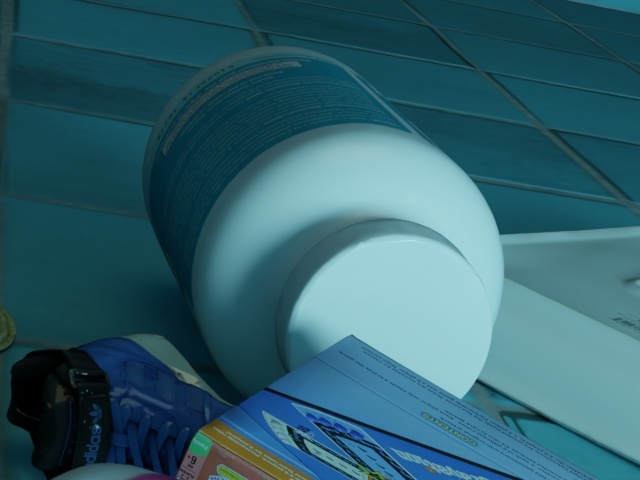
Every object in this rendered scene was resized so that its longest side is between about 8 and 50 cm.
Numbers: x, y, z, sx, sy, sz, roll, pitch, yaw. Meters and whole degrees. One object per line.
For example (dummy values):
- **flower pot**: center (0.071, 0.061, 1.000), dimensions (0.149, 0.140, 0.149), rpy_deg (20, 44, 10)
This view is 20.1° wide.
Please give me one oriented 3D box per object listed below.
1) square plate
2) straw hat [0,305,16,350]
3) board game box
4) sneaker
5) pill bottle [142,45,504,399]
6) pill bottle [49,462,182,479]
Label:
- **square plate**: center (0.235, 0.060, 1.038), dimensions (0.344, 0.049, 0.347), rpy_deg (-3, 21, -44)
- **straw hat**: center (-0.210, 0.004, 0.867), dimensions (0.144, 0.061, 0.144), rpy_deg (11, 16, -3)
- **board game box**: center (0.098, 0.127, 0.633), dimensions (0.281, 0.027, 0.145), rpy_deg (30, 19, 15)
- **sneaker**: center (-0.066, 0.082, 0.712), dimensions (0.084, 0.058, 0.152), rpy_deg (-5, 27, -40)
- **pill bottle**: center (0.000, 0.000, 0.883), dimensions (0.146, 0.146, 0.264), rpy_deg (8, 16, -16)
- **pill bottle**: center (0.056, 0.158, 0.343), dimensions (0.283, 0.160, 0.160), rpy_deg (17, 16, 14)
